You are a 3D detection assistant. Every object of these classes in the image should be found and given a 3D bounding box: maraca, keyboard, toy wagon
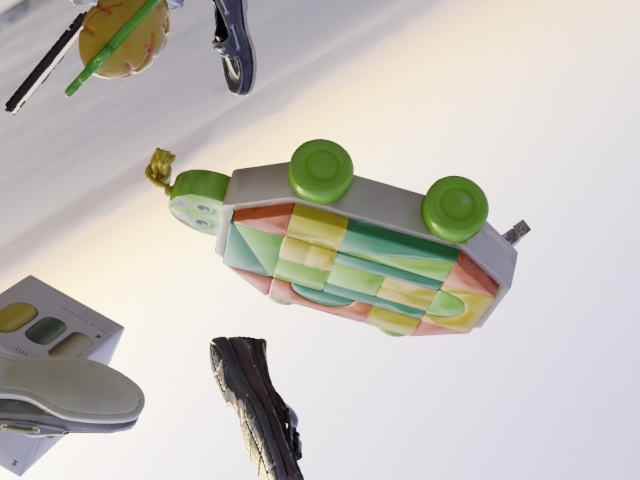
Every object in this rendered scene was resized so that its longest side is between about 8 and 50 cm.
[{"bbox_3d":[-0.249,-0.242,1.612,0.127,0.099,0.185,-37,-164,52],"label":"maraca"},{"bbox_3d":[-0.391,-0.255,1.895,0.180,0.023,0.108,-50,-172,-2],"label":"keyboard"},{"bbox_3d":[0.000,0.000,1.222,0.267,0.344,0.068,110,-5,-65],"label":"toy wagon"}]

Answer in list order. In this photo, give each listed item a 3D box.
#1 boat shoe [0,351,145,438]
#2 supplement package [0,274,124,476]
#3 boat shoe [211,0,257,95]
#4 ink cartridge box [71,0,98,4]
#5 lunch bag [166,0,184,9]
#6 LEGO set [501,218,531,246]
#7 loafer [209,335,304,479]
[{"bbox_3d":[-0.396,0.223,1.855,0.109,0.305,0.091,-79,177,-51],"label":"boat shoe"},{"bbox_3d":[-0.492,0.218,2.206,0.198,0.199,0.262,-64,174,21],"label":"supplement package"},{"bbox_3d":[-0.145,-0.310,1.995,0.065,0.206,0.075,-24,-147,-31],"label":"boat shoe"},{"bbox_3d":[-0.219,-0.440,1.810,0.273,0.197,0.114,-5,160,0],"label":"ink cartridge box"},{"bbox_3d":[-0.231,-0.392,1.953,0.053,0.083,0.071,4,-113,32],"label":"lunch bag"},{"bbox_3d":[0.162,0.030,1.777,0.227,0.087,0.093,-34,169,-15],"label":"LEGO set"},{"bbox_3d":[-0.074,0.245,1.932,0.095,0.302,0.109,-10,133,-21],"label":"loafer"}]
